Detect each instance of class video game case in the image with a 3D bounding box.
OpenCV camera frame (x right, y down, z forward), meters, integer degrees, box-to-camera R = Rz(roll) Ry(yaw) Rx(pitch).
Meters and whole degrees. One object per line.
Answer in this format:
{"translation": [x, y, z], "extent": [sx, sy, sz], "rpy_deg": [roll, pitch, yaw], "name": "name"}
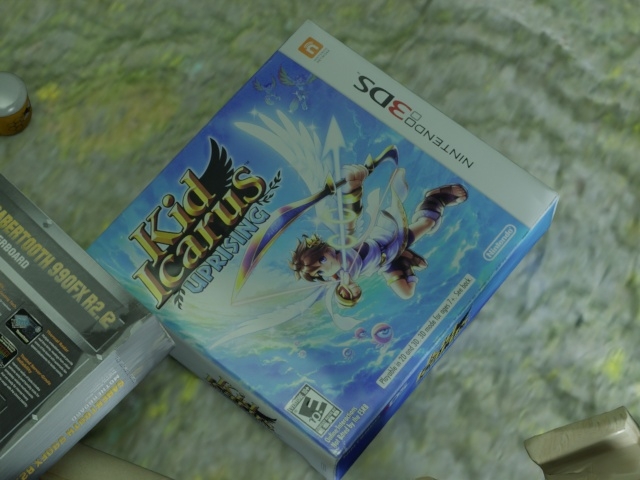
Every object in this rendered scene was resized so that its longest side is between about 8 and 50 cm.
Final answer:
{"translation": [0.000, 0.000, 1.233], "extent": [0.244, 0.061, 0.269], "rpy_deg": [36, 70, 15], "name": "video game case"}

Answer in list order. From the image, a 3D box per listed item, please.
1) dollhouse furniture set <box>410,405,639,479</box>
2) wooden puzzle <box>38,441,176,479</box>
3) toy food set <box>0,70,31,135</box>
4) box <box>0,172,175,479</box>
{"translation": [0.261, 0.301, 1.057], "extent": [0.394, 0.256, 0.362], "rpy_deg": [-22, 66, 12], "name": "dollhouse furniture set"}
{"translation": [-0.223, 0.236, 1.128], "extent": [0.221, 0.044, 0.238], "rpy_deg": [20, 66, 8], "name": "wooden puzzle"}
{"translation": [-0.327, -0.073, 1.233], "extent": [0.232, 0.104, 0.111], "rpy_deg": [-40, 72, -17], "name": "toy food set"}
{"translation": [-0.244, 0.058, 1.154], "extent": [0.183, 0.056, 0.231], "rpy_deg": [-44, 62, -13], "name": "box"}
